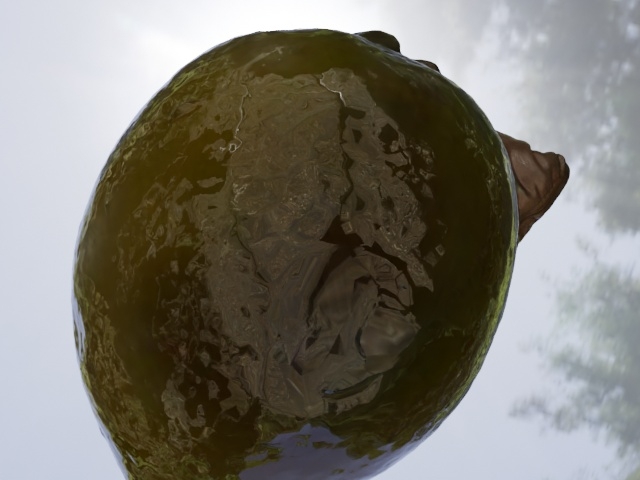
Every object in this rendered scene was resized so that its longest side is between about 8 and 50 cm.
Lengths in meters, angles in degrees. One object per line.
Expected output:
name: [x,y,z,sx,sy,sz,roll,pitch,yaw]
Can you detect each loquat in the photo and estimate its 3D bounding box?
loquat: [-0.013,0.016,0.619,0.152,0.152,0.195,24,-89,13]

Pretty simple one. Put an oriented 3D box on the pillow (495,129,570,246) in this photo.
pillow: [0.000,0.000,1.009,0.223,0.084,0.236,18,-120,28]
